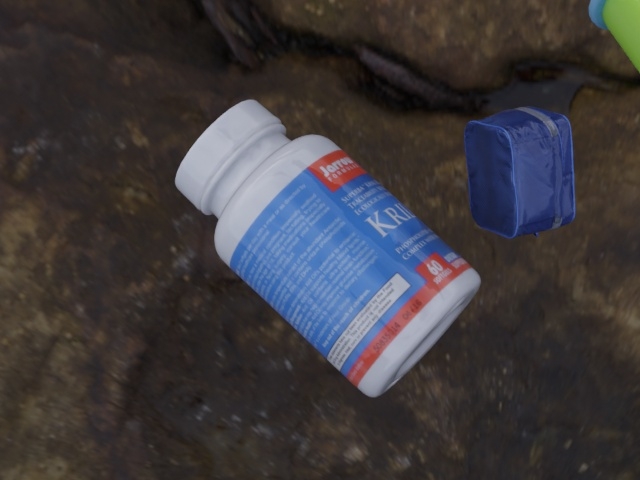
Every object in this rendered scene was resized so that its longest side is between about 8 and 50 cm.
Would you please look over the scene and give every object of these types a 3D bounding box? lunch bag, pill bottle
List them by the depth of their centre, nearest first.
[{"bbox_3d":[0.000,0.000,1.021,0.221,0.124,0.124,42,84,10],"label":"pill bottle"},{"bbox_3d":[0.153,-0.048,1.024,0.065,0.067,0.098,-15,112,-23],"label":"lunch bag"}]

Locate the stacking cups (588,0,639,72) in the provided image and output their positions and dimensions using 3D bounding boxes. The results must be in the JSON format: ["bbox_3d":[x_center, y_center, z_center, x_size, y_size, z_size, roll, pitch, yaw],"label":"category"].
[{"bbox_3d":[0.128,-0.138,0.573,0.096,0.096,0.316,-32,73,-2],"label":"stacking cups"}]
